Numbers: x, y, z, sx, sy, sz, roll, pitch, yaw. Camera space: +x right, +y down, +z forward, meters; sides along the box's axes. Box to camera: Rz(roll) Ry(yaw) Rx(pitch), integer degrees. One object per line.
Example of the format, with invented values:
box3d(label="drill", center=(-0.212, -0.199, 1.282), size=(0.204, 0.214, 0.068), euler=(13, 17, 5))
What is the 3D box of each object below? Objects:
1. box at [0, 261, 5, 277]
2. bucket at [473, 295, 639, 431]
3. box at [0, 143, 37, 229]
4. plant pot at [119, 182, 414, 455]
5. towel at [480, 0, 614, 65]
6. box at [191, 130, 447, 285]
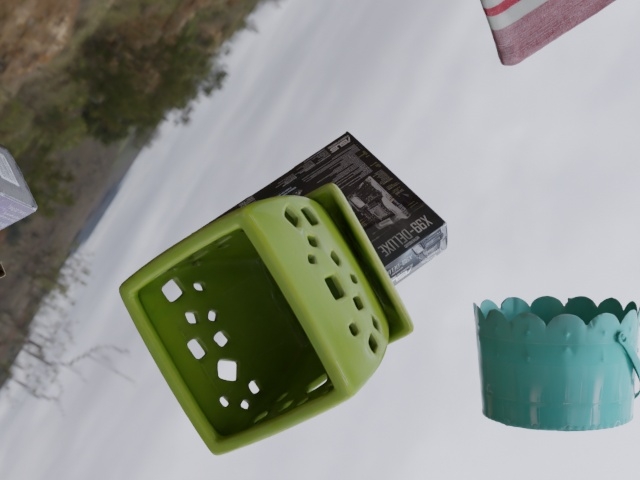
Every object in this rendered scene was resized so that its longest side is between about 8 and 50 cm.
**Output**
box3d(label="box", center=(-0.414, 0.067, 1.078), size=(0.164, 0.021, 0.201), euler=(-28, -173, -22))
box3d(label="bucket", center=(0.379, 0.190, 1.669), size=(0.281, 0.281, 0.183), euler=(-168, -103, -76))
box3d(label="box", center=(-0.502, -0.047, 1.352), size=(0.207, 0.108, 0.153), euler=(-29, 173, 0))
box3d(label="plant pot", center=(-0.045, 0.074, 1.164), size=(0.228, 0.227, 0.207), euler=(-29, 180, 38))
box3d(label="towel", center=(0.241, -0.354, 1.054), size=(0.237, 0.329, 0.037), euler=(-33, -133, 0))
box3d(label="box", center=(0.000, 0.000, 1.576), size=(0.307, 0.242, 0.076), euler=(-35, 149, -16))
